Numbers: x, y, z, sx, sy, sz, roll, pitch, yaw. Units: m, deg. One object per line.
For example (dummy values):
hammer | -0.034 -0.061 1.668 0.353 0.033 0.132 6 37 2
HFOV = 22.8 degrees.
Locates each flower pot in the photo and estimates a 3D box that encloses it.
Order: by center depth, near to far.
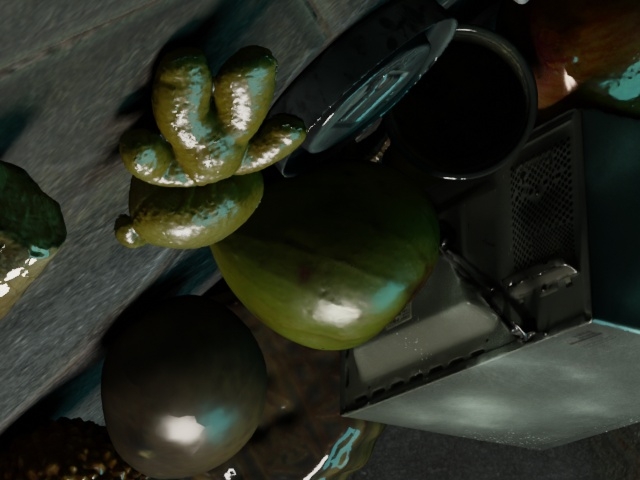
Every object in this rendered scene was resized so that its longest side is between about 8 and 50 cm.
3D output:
flower pot | 0.141 -0.143 1.630 0.157 0.157 0.107 -42 -178 6

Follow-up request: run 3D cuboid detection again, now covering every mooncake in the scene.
mooncake | -0.060 0.190 1.963 0.290 0.290 0.161 -42 170 11

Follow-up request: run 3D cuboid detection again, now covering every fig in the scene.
fig | 0.000 0.000 1.568 0.203 0.225 0.203 -157 -90 -80

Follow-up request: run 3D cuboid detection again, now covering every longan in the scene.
longan | -0.147 0.160 1.725 0.198 0.198 0.212 -34 137 -42

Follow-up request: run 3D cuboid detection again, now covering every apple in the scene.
apple | 0.285 -0.218 1.663 0.188 0.211 0.211 -15 169 -6

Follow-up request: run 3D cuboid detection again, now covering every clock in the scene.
clock | 0.033 -0.144 1.459 0.215 0.042 0.215 -40 172 -7

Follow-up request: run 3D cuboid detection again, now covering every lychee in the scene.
lychee | -0.288 0.296 1.808 0.200 0.200 0.238 -37 156 -25

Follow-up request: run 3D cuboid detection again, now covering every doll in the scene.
doll | -0.086 -0.076 1.144 0.137 0.097 0.209 -12 147 -24

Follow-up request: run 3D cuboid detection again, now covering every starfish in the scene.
starfish | -0.011 -0.055 1.692 0.227 0.043 0.240 -27 154 -13

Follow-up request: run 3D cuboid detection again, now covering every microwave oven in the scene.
microwave oven | 0.257 0.062 1.764 0.374 0.236 0.432 13 155 -31

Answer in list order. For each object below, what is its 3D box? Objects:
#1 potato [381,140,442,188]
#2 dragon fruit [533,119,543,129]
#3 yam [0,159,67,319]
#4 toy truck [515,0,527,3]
potato | 0.131 -0.095 1.912 0.111 0.160 0.271 2 163 -3
dragon fruit | 0.256 -0.144 2.061 0.182 0.182 0.188 -32 150 -47
yam | -0.285 0.079 1.064 0.356 0.081 0.081 -45 171 35
toy truck | 0.212 -0.303 1.235 0.242 0.101 0.125 -44 167 3
